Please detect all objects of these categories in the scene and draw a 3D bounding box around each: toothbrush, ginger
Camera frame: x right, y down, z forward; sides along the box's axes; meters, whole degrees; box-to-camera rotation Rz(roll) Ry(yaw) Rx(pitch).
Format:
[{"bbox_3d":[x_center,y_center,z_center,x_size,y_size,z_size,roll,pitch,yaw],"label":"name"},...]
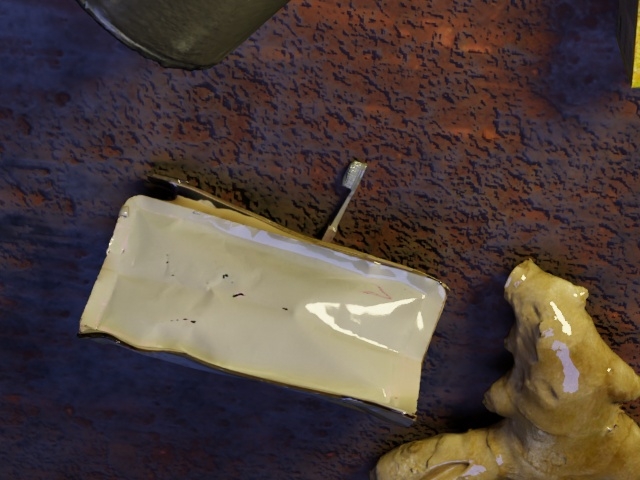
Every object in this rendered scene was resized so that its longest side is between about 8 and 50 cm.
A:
[{"bbox_3d":[0.002,0.001,1.253,0.017,0.014,0.194,21,123,-6],"label":"toothbrush"},{"bbox_3d":[0.265,0.210,1.313,0.363,0.122,0.348,23,132,1],"label":"ginger"}]

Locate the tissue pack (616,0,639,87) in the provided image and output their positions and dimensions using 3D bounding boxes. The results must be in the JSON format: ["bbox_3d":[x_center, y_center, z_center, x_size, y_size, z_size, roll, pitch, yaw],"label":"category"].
[{"bbox_3d":[0.277,-0.220,1.034,0.062,0.095,0.176,-2,123,5],"label":"tissue pack"}]

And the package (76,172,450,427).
[{"bbox_3d":[-0.044,0.058,1.220,0.311,0.221,0.165,16,83,3],"label":"package"}]

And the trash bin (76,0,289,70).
[{"bbox_3d":[-0.042,-0.288,0.951,0.301,0.203,0.252,-38,147,26],"label":"trash bin"}]
